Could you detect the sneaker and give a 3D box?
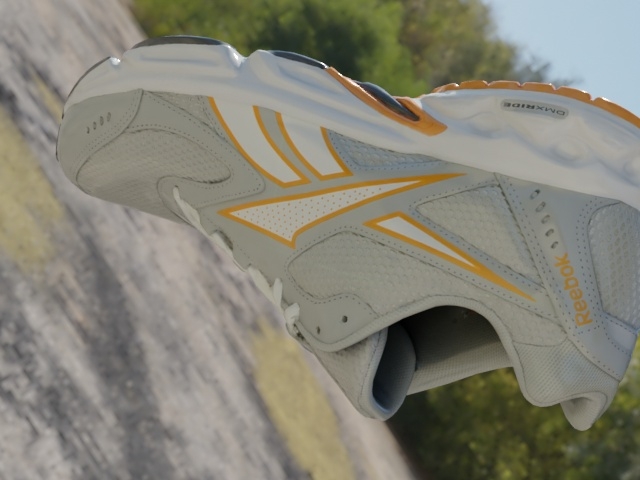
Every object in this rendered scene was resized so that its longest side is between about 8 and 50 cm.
[{"bbox_3d":[0.000,0.000,0.559,0.262,0.121,0.099,9,-15,29],"label":"sneaker"}]
